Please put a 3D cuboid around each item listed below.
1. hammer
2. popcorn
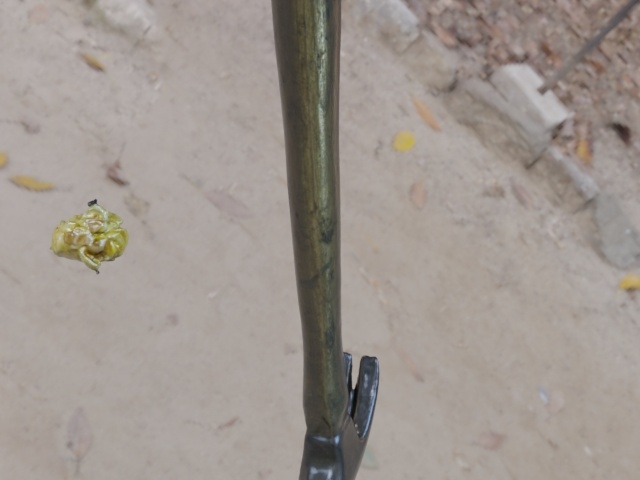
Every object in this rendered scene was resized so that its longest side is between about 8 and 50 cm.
[{"bbox_3d":[0.000,0.000,0.704,0.044,0.440,0.168,6,32,15],"label":"hammer"},{"bbox_3d":[-0.250,-0.012,1.134,0.084,0.084,0.084,30,36,-25],"label":"popcorn"}]
